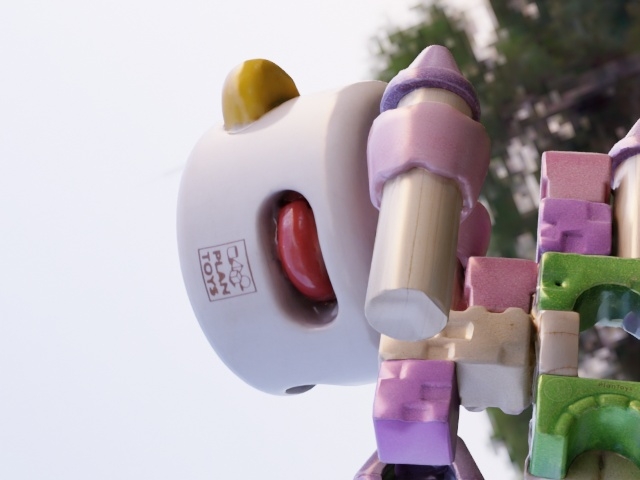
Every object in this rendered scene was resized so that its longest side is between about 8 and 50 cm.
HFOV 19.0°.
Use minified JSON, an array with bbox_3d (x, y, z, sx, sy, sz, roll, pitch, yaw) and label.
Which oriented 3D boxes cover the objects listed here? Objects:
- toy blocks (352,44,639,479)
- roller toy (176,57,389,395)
[{"bbox_3d":[0.166,0.028,1.087,0.309,0.289,0.260,87,-171,-48],"label":"toy blocks"},{"bbox_3d":[0.000,0.000,1.237,0.209,0.146,0.191,50,-142,-41],"label":"roller toy"}]
